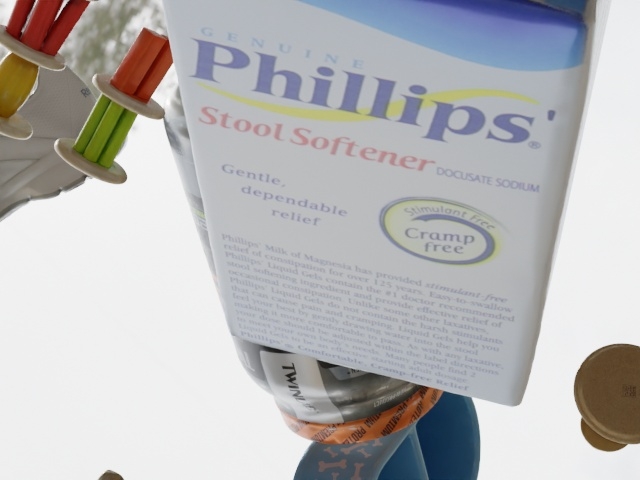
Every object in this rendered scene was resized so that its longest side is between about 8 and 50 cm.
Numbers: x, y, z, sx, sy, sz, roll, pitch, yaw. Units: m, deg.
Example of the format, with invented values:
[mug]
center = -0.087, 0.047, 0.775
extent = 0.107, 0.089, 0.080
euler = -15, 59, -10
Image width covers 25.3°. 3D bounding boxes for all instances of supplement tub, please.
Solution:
[supplement tub]
center = 0.000, 0.000, 1.190
extent = 0.193, 0.193, 0.316
euler = -36, -58, -37

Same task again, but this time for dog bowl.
[dog bowl]
center = 0.071, 0.230, 1.353
extent = 0.297, 0.074, 0.166
euler = -42, -57, -53

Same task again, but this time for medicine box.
[medicine box]
center = 0.053, -0.116, 0.617
extent = 0.149, 0.289, 0.263
euler = 12, -120, 10

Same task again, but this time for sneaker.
[sneaker]
center = -0.334, -0.066, 1.352
extent = 0.297, 0.111, 0.129
euler = -30, -80, -3

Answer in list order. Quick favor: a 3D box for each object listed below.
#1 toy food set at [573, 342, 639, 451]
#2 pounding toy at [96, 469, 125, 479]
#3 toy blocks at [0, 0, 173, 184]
[toy food set]
center = 0.233, 0.118, 1.082
extent = 0.082, 0.020, 0.083
euler = -9, -114, -5
[pounding toy]
center = -0.246, 0.304, 1.173
extent = 0.269, 0.155, 0.154
euler = -52, -46, -19
[toy blocks]
center = -0.143, -0.125, 0.904
extent = 0.123, 0.148, 0.054
euler = 25, -166, -21
